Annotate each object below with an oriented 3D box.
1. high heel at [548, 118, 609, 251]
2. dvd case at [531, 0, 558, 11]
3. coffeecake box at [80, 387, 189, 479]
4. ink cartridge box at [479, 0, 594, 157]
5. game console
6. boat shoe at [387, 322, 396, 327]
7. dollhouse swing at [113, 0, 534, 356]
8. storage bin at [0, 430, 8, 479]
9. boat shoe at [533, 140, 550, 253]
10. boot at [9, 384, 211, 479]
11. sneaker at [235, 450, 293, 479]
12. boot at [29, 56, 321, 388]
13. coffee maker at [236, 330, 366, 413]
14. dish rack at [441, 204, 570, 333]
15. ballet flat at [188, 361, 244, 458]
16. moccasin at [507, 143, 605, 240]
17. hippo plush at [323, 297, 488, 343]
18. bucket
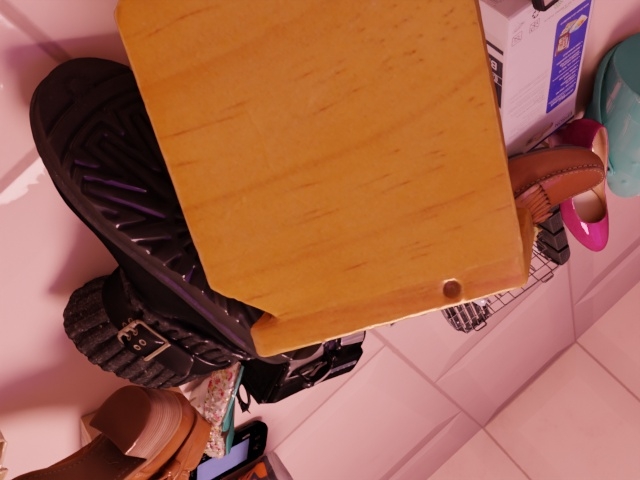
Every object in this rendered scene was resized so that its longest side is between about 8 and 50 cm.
[{"bbox_3d":[0.454,-0.086,1.181,0.082,0.117,0.244,-21,105,-14],"label":"high heel"},{"bbox_3d":[0.321,-0.407,0.812,0.253,0.022,0.180,-39,130,-8],"label":"dvd case"},{"bbox_3d":[-0.263,0.309,1.032,0.142,0.068,0.186,-16,138,-31],"label":"coffeecake box"},{"bbox_3d":[0.301,-0.250,1.016,0.165,0.065,0.333,-37,149,-10],"label":"ink cartridge box"},{"bbox_3d":[-0.240,0.412,1.248,0.361,0.044,0.213,-21,145,-35],"label":"game console"},{"bbox_3d":[0.198,0.057,1.268,0.267,0.088,0.096,-32,149,-19],"label":"boat shoe"},{"bbox_3d":[0.032,-0.146,0.651,0.315,0.305,0.347,-16,108,3],"label":"dollhouse swing"},{"bbox_3d":[-0.473,0.263,0.679,0.262,0.123,0.260,0,130,-50],"label":"storage bin"},{"bbox_3d":[0.376,-0.062,1.332,0.096,0.098,0.277,-33,140,-17],"label":"boat shoe"},{"bbox_3d":[-0.259,0.297,0.861,0.283,0.109,0.220,-53,158,-11],"label":"boot"},{"bbox_3d":[-0.135,0.505,1.364,0.180,0.125,0.321,-31,165,-18],"label":"sneaker"},{"bbox_3d":[-0.181,0.015,0.693,0.260,0.348,0.131,-16,-150,44],"label":"boot"},{"bbox_3d":[-0.035,0.180,1.143,0.178,0.120,0.171,-13,164,-41],"label":"coffee maker"},{"bbox_3d":[0.310,0.035,1.242,0.271,0.074,0.208,-37,133,-3],"label":"dish rack"},{"bbox_3d":[-0.168,0.266,1.107,0.091,0.077,0.241,-76,180,-46],"label":"ballet flat"},{"bbox_3d":[0.259,-0.025,1.088,0.379,0.147,0.139,-23,149,-3],"label":"moccasin"},{"bbox_3d":[0.000,0.000,0.889,0.294,0.235,0.236,0,163,-32],"label":"hippo plush"},{"bbox_3d":[0.587,-0.215,1.214,0.281,0.281,0.183,-29,147,-24],"label":"bucket"}]
